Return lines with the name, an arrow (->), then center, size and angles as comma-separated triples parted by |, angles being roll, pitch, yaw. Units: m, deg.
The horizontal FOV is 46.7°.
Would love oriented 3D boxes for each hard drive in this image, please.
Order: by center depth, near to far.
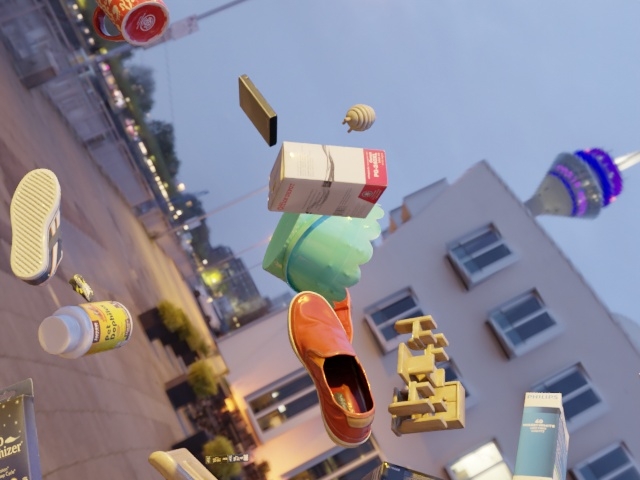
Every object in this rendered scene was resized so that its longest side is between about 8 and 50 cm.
hard drive -> -0.133, -0.277, 1.578 | 0.135, 0.022, 0.094 | 54, -22, 26

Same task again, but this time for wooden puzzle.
wooden puzzle -> -0.198, 0.538, 1.430 | 0.322, 0.080, 0.348 | 42, -13, 10

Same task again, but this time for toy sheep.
toy sheep -> 0.116, -0.367, 2.231 | 0.091, 0.132, 0.091 | 17, -62, 36

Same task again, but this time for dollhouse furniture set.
dollhouse furniture set -> 0.200, 0.322, 1.622 | 0.242, 0.161, 0.212 | 54, 33, -40

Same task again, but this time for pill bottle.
pill bottle -> -0.528, 0.200, 1.665 | 0.117, 0.117, 0.215 | 63, 18, 9

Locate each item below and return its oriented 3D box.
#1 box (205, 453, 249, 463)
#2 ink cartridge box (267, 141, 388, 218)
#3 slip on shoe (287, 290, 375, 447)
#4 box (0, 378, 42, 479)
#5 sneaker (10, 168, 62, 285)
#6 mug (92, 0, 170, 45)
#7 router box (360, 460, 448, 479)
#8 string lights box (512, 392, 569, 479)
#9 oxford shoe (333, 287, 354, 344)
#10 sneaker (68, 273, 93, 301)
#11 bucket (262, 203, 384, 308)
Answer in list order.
box -> -0.220, 0.517, 1.751 | 0.083, 0.067, 0.018 | 22, 60, -56
ink cartridge box -> 0.007, -0.084, 1.057 | 0.109, 0.151, 0.063 | 123, -31, -63
slip on shoe -> 0.025, 0.226, 1.413 | 0.101, 0.123, 0.331 | 113, -34, -44
box -> -0.602, 0.388, 1.414 | 0.036, 0.137, 0.225 | 34, 37, -61
sneaker -> -0.763, -0.029, 1.998 | 0.127, 0.126, 0.320 | 95, -4, -67
mug -> -0.344, -0.422, 1.326 | 0.169, 0.113, 0.150 | 54, -26, 27
router box -> 0.249, 0.622, 1.727 | 0.243, 0.309, 0.081 | 115, -8, -57
string lights box -> 0.444, 0.441, 1.478 | 0.259, 0.077, 0.133 | -59, 137, -52
oxford shoe -> 0.064, 0.268, 2.176 | 0.098, 0.097, 0.271 | 58, 31, -49
sneaker -> -0.632, 0.128, 1.957 | 0.083, 0.035, 0.031 | 63, 18, -14
bucket -> 0.000, 0.000, 1.703 | 0.183, 0.281, 0.281 | 26, -2, -12
